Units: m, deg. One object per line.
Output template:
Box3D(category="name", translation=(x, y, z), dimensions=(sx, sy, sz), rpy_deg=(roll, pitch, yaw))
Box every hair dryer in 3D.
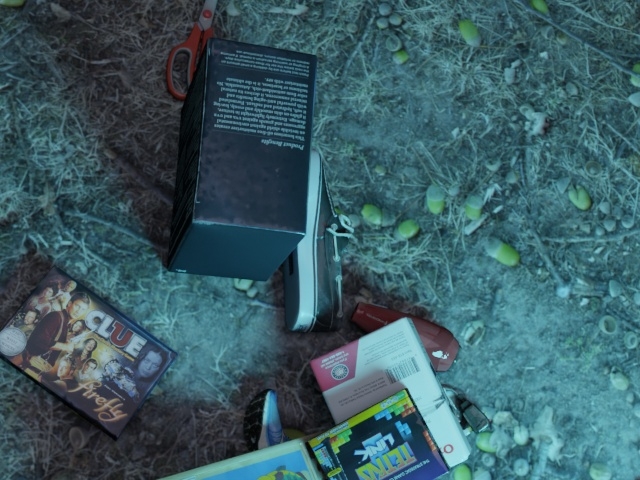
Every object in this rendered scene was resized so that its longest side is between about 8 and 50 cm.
Box3D(category="hair dryer", translation=(0.138, 0.226, 1.883), dimensions=(0.223, 0.080, 0.294), rpy_deg=(-23, 80, -19))

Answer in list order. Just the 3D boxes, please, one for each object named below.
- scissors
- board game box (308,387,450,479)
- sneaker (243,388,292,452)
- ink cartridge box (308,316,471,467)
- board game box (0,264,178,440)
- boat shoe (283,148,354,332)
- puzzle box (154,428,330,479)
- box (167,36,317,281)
Box3D(category="scissors", translation=(-0.212, -0.382, 2.005), dimensions=(0.109, 0.021, 0.297), rpy_deg=(3, 75, -11))
Box3D(category="board game box", translation=(0.089, 0.324, 1.730), dimensions=(0.170, 0.048, 0.141), rpy_deg=(-30, 80, 6))
Box3D(category="sneaker", translation=(-0.077, 0.317, 1.822), dimensions=(0.073, 0.063, 0.162), rpy_deg=(6, 75, -32))
Box3D(category="ink cartridge box", translation=(0.112, 0.263, 1.807), dimensions=(0.172, 0.100, 0.237), rpy_deg=(-26, 81, 7))
Box3D(category="board game box", translation=(-0.368, 0.174, 1.789), dimensions=(0.243, 0.042, 0.165), rpy_deg=(36, 68, -2))
Box3D(category="boat shoe", translation=(0.002, 0.000, 1.900), dimensions=(0.105, 0.113, 0.306), rpy_deg=(4, 76, -20))
Box3D(category="puzzle box", translation=(-0.070, 0.441, 1.662), dimensions=(0.409, 0.052, 0.272), rpy_deg=(-7, 70, -47))
Box3D(category="box", translation=(-0.127, -0.113, 1.803), dimensions=(0.182, 0.296, 0.294), rpy_deg=(8, 73, -12))
